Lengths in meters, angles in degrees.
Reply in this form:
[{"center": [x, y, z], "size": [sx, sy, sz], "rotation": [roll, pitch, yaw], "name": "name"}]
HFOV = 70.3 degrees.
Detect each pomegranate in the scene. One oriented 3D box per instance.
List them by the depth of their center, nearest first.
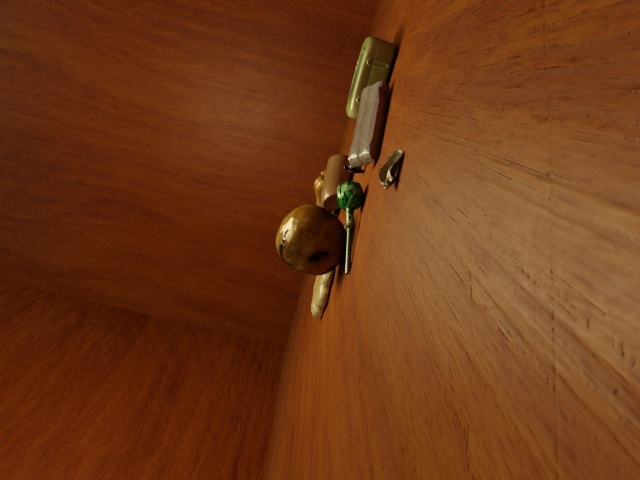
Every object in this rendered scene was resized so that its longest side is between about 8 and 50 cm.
[{"center": [-0.029, 0.003, 1.610], "size": [0.260, 0.260, 0.260], "rotation": [-166, 90, -86], "name": "pomegranate"}]

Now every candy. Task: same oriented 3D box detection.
[{"center": [0.093, -0.044, 1.447], "size": [0.097, 0.097, 0.323], "rotation": [113, 162, -66], "name": "candy"}]

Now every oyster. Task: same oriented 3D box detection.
[{"center": [0.170, -0.158, 1.032], "size": [0.083, 0.038, 0.080], "rotation": [-46, 28, 24], "name": "oyster"}]

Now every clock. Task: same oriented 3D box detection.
[{"center": [0.188, -0.620, 1.738], "size": [0.348, 0.117, 0.286], "rotation": [-82, 7, -65], "name": "clock"}]

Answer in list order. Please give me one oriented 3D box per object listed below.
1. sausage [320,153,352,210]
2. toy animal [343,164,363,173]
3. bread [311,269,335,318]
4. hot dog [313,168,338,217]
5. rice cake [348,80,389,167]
[{"center": [0.074, -0.256, 2.027], "size": [0.123, 0.123, 0.252], "rotation": [111, 171, -62], "name": "sausage"}, {"center": [0.142, -0.296, 1.609], "size": [0.105, 0.070, 0.202], "rotation": [-57, -3, -7], "name": "toy animal"}, {"center": [0.010, 0.177, 1.897], "size": [0.316, 0.054, 0.316], "rotation": [-168, 90, -87], "name": "bread"}, {"center": [0.040, -0.195, 2.224], "size": [0.337, 0.100, 0.135], "rotation": [82, -152, -48], "name": "hot dog"}, {"center": [0.159, -0.379, 1.469], "size": [0.106, 0.050, 0.298], "rotation": [-11, 60, 50], "name": "rice cake"}]
